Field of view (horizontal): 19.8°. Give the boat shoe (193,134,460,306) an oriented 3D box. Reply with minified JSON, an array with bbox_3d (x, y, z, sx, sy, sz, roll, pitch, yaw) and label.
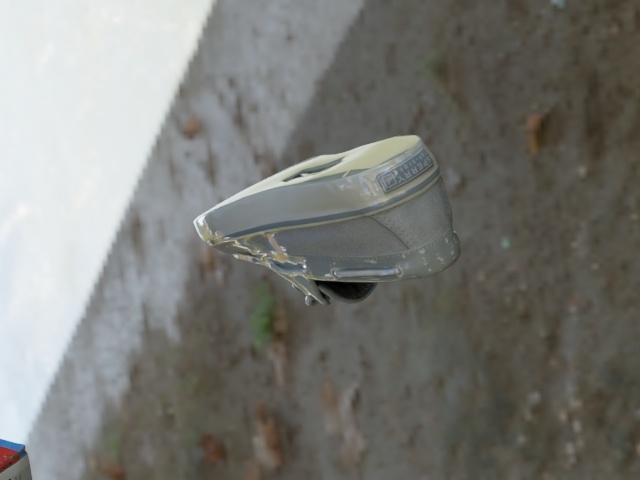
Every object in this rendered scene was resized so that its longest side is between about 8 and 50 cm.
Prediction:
[{"bbox_3d":[0.001,0.000,1.002,0.227,0.079,0.081,-9,107,63],"label":"boat shoe"}]

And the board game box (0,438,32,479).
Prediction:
[{"bbox_3d":[-0.243,0.285,0.837,0.086,0.302,0.308,10,117,33],"label":"board game box"}]
